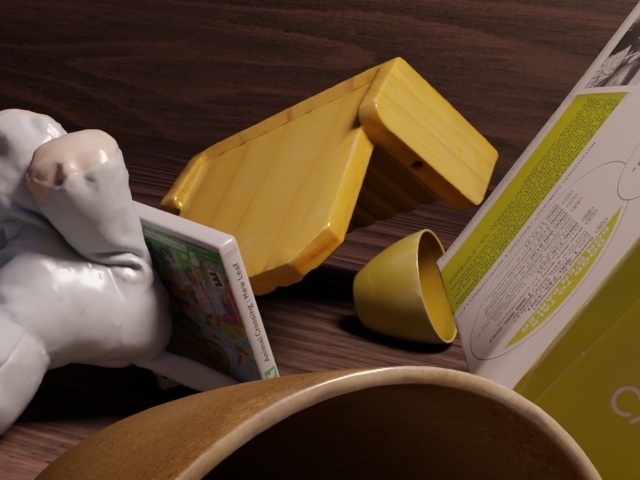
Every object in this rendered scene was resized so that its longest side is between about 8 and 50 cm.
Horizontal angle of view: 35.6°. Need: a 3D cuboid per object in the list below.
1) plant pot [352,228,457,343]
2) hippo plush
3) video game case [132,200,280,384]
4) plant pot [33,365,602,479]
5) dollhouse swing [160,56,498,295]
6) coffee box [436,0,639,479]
[{"bbox_3d":[0.095,0.062,1.168,0.095,0.134,0.134,-13,3,24],"label":"plant pot"},{"bbox_3d":[-0.265,0.061,0.823,0.236,0.294,0.234,-36,21,-34],"label":"hippo plush"},{"bbox_3d":[-0.122,0.059,0.888,0.023,0.193,0.212,-35,35,-32],"label":"video game case"},{"bbox_3d":[-0.044,0.163,0.413,0.237,0.237,0.254,-2,-2,-33],"label":"plant pot"},{"bbox_3d":[0.000,0.000,1.209,0.347,0.305,0.315,-21,-40,35],"label":"dollhouse swing"},{"bbox_3d":[0.311,0.022,0.610,0.338,0.338,0.334,37,11,-6],"label":"coffee box"}]
